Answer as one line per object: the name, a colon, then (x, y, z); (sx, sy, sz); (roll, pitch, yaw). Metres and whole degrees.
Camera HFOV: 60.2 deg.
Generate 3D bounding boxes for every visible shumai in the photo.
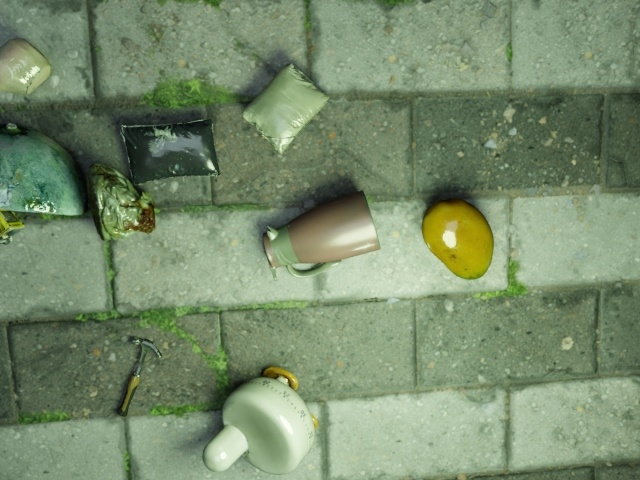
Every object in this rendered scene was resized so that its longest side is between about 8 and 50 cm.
shumai: (-0.443, -0.093, 1.246); (0.141, 0.184, 0.184); (-11, 99, -27)

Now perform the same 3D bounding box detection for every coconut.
coconut: (-0.657, -0.369, 1.201); (0.110, 0.110, 0.124); (43, 84, -9)

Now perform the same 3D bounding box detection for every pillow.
pillow: (-0.078, -0.311, 1.280); (0.134, 0.078, 0.181); (44, 90, -9)
pillow: (-0.346, -0.207, 1.279); (0.208, 0.055, 0.142); (-8, 107, -5)

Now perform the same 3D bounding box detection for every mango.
mango: (0.342, -0.006, 1.343); (0.221, 0.120, 0.151); (43, 95, -16)

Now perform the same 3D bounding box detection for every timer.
timer: (-0.138, 0.445, 1.288); (0.233, 0.240, 0.234); (16, 120, 29)

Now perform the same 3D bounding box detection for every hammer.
hammer: (-0.449, 0.338, 1.351); (0.078, 0.021, 0.201); (19, 95, -8)

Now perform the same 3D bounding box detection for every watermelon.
watermelon: (-0.674, -0.163, 1.181); (0.321, 0.188, 0.175); (11, 97, -8)

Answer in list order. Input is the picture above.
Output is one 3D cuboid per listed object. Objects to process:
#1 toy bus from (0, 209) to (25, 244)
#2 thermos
toy bus: (-0.788, 0.014, 1.250); (0.226, 0.081, 0.074); (-35, 94, 3)
thermos: (0.000, 0.000, 1.306); (0.264, 0.146, 0.177); (-18, 124, 5)
